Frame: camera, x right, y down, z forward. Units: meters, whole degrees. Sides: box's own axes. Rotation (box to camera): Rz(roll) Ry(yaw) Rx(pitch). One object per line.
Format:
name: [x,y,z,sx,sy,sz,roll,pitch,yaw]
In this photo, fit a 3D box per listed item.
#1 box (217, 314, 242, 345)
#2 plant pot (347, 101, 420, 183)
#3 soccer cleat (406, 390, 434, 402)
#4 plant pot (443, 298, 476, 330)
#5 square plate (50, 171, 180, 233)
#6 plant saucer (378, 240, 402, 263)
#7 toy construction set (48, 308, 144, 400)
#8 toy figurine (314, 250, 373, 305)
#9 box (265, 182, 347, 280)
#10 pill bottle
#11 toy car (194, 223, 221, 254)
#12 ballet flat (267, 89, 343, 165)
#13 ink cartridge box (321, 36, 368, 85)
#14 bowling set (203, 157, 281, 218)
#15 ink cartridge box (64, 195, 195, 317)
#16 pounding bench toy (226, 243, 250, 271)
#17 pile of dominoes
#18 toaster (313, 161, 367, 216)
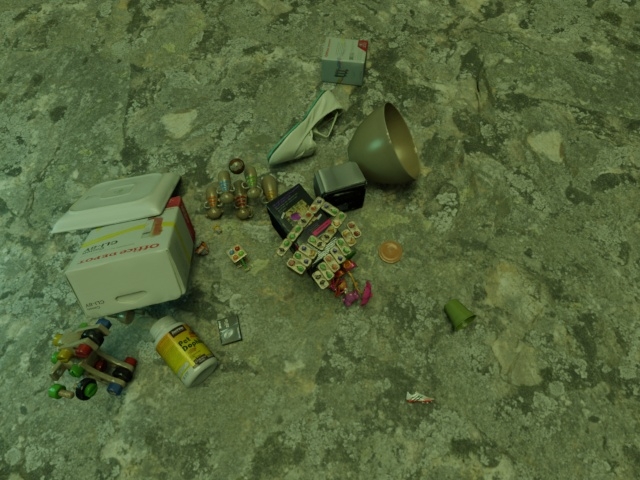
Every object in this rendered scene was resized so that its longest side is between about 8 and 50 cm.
box: [-0.292,0.288,1.320,0.067,0.018,0.083,-13,67,-5]
plant pot: [0.210,-0.319,1.462,0.190,0.284,0.284,-19,62,31]
soccer cleat: [0.298,0.468,1.226,0.083,0.029,0.036,-3,71,5]
plant pot: [0.436,0.231,1.305,0.083,0.083,0.079,-27,56,-10]
square plate: [-0.678,-0.147,1.392,0.343,0.049,0.347,-10,29,-2]
plant saucer: [0.243,0.038,1.420,0.083,0.013,0.084,0,67,0]
toy construction set: [-0.692,0.296,1.211,0.237,0.257,0.309,6,68,14]
toy figurine: [0.090,0.148,1.334,0.173,0.130,0.159,-37,79,9]
box: [-0.046,-0.026,1.370,0.143,0.165,0.270,-34,70,-12]
pill bottle: [-0.422,0.332,1.250,0.215,0.117,0.117,42,74,17]
toy car: [-0.384,0.002,1.428,0.040,0.060,0.122,42,78,-16]
ballet flat: [-0.041,-0.413,1.569,0.139,0.139,0.400,31,70,14]
ink cartridge box: [0.098,-0.740,1.696,0.176,0.127,0.128,9,68,5]
bowling set: [-0.289,-0.172,1.429,0.286,0.200,0.154,-13,68,0]
ink cartridge box: [-0.553,0.031,1.255,0.278,0.161,0.385,-14,30,-6]
pounding bench toy: [-0.271,0.063,1.391,0.052,0.065,0.083,-37,71,-14]
pile of dominoes: [0.000,0.000,1.247,0.195,0.040,0.251,33,73,12]
toaster: [0.060,-0.170,1.433,0.185,0.168,0.110,-16,65,-7]
